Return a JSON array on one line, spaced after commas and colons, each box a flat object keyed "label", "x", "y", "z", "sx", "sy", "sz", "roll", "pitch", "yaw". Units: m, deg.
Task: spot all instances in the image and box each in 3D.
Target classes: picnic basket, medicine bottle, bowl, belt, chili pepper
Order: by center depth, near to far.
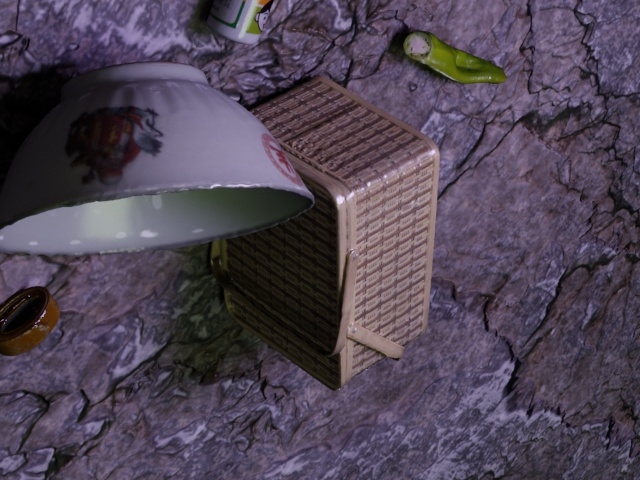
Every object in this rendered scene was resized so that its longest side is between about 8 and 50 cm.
[{"label": "bowl", "x": -0.182, "y": -0.088, "z": 1.592, "sx": 0.337, "sy": 0.337, "sz": 0.157, "roll": 3, "pitch": 76, "yaw": -50}, {"label": "medicine bottle", "x": -0.053, "y": -0.323, "z": 1.683, "sx": 0.220, "sy": 0.061, "sz": 0.092, "roll": -68, "pitch": 166, "yaw": 18}, {"label": "belt", "x": -0.323, "y": 0.090, "z": 1.703, "sx": 0.083, "sy": 0.059, "sz": 0.036, "roll": -43, "pitch": 142, "yaw": -17}, {"label": "picnic basket", "x": 0.000, "y": 0.000, "z": 1.852, "sx": 0.175, "sy": 0.228, "sz": 0.312, "roll": -30, "pitch": 137, "yaw": -33}, {"label": "chili pepper", "x": 0.167, "y": -0.232, "z": 2.004, "sx": 0.050, "sy": 0.052, "sz": 0.202, "roll": -36, "pitch": 154, "yaw": 26}]
